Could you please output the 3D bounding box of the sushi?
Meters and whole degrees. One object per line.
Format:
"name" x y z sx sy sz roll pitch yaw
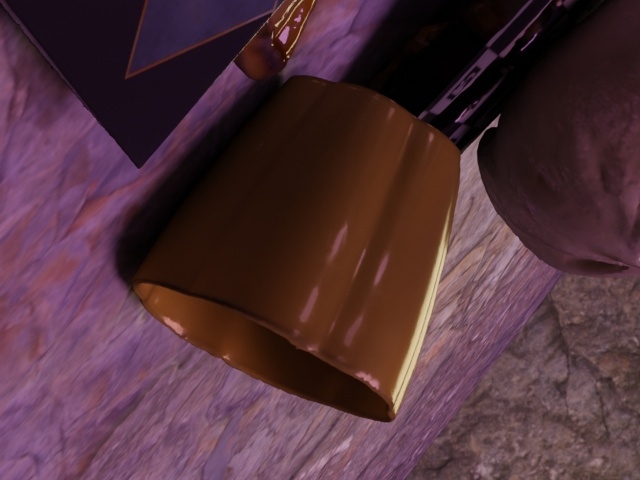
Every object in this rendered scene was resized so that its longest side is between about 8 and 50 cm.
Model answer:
"sushi" 0.118 -0.145 1.378 0.343 0.064 0.359 -47 171 10

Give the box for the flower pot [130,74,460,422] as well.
"flower pot" 0.000 0.000 1.116 0.179 0.195 0.195 -63 169 -15

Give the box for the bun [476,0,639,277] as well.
"bun" 0.328 -0.096 1.485 0.365 0.219 0.365 -26 162 -9

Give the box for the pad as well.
"pad" -0.070 -0.142 0.765 0.163 0.004 0.243 -51 154 -9

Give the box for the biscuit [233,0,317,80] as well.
"biscuit" 0.013 -0.196 0.927 0.208 0.047 0.164 -50 167 -12
